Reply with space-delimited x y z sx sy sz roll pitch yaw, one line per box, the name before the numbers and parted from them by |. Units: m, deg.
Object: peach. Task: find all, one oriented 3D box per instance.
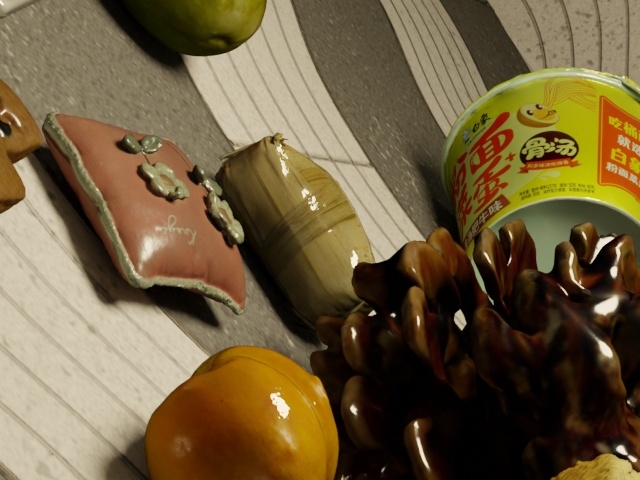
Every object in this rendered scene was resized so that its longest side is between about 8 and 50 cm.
peach | -0.051 0.141 1.170 0.138 0.138 0.138 46 19 -21

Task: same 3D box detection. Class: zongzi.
zongzi | 0.000 0.000 1.627 0.194 0.099 0.197 59 12 17

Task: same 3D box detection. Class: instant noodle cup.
instant noodle cup | 0.297 -0.029 2.116 0.311 0.311 0.221 44 29 -26

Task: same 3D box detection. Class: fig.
fig | -0.134 -0.279 1.705 0.191 0.181 0.181 23 23 -5

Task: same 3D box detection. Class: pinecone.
pinecone | 0.188 0.164 1.393 0.398 0.398 0.398 46 19 -21

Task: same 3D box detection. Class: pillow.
pillow | -0.129 -0.027 1.375 0.179 0.075 0.171 14 42 -61

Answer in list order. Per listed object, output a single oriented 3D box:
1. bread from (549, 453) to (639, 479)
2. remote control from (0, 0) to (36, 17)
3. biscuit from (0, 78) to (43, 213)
bread | 0.113 0.261 1.109 0.114 0.275 0.185 52 19 -1
remote control | -0.261 -0.245 1.548 0.067 0.029 0.261 51 20 -7
biscuit | -0.281 -0.088 1.166 0.278 0.043 0.301 36 24 -41
